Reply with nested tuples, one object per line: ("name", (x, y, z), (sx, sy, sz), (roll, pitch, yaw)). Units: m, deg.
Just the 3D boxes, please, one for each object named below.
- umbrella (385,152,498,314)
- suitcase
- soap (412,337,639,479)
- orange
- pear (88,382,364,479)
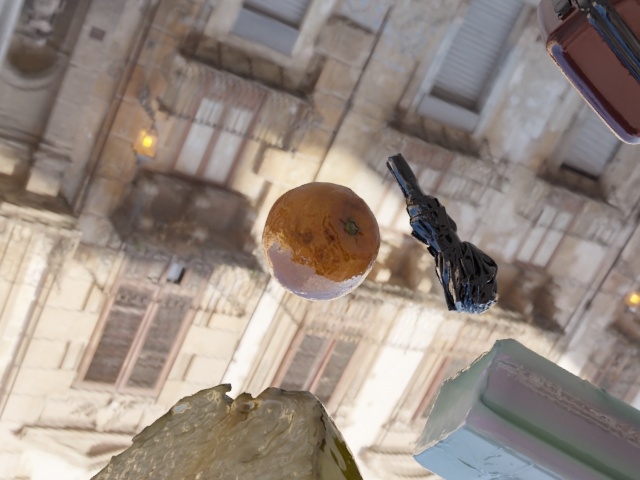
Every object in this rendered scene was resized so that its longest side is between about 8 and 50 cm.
("umbrella", (0.219, -0.017, 1.623), (0.118, 0.118, 0.340), (-3, -121, -57))
("suitcase", (0.438, -0.291, 1.282), (0.236, 0.161, 0.297), (46, -154, -12))
("soap", (0.288, 0.253, 0.933), (0.347, 0.115, 0.208), (29, 154, 0))
("orange", (0.000, 0.000, 1.889), (0.261, 0.261, 0.261), (24, -162, -8))
("pear", (-0.097, 0.286, 0.559), (0.191, 0.340, 0.386), (53, -125, -16))
